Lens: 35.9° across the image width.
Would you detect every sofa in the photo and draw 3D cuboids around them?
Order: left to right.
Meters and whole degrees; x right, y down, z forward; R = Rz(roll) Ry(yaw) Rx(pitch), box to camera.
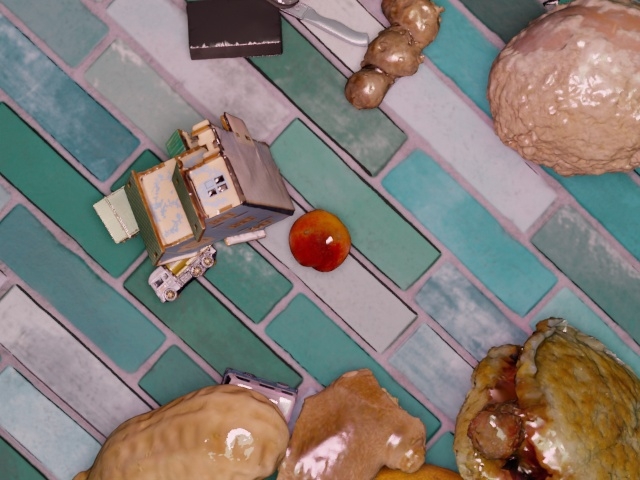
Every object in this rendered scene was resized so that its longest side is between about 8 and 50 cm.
[{"bbox_3d":[-0.133,-0.330,1.541,0.147,0.060,0.085,-5,78,-1],"label":"sofa"}]

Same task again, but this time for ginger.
[{"bbox_3d":[0.048,0.329,1.513,0.221,0.130,0.276,10,73,-1],"label":"ginger"},{"bbox_3d":[0.111,-0.291,1.536,0.104,0.080,0.204,28,89,11],"label":"ginger"}]

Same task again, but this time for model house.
[{"bbox_3d":[-0.185,-0.069,1.455,0.206,0.271,0.178,-26,84,14],"label":"model house"}]

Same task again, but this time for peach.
[{"bbox_3d":[-0.001,0.000,1.536,0.100,0.101,0.101,0,93,-2],"label":"peach"}]

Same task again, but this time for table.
[{"bbox_3d":[-0.297,-0.046,1.540,0.083,0.062,0.079,-31,93,0],"label":"table"}]

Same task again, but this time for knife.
[{"bbox_3d":[-0.019,-0.356,1.559,0.210,0.015,0.028,25,99,-3],"label":"knife"}]

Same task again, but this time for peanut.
[{"bbox_3d":[-0.214,0.339,1.487,0.387,0.170,0.192,-24,127,22],"label":"peanut"}]

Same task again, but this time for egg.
[{"bbox_3d":[0.406,-0.227,1.465,0.310,0.279,0.279,-8,94,26],"label":"egg"}]

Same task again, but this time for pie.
[{"bbox_3d":[0.396,0.333,1.467,0.418,0.395,0.180,46,128,-3],"label":"pie"}]

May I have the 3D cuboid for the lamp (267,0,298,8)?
[{"bbox_3d":[-0.089,-0.527,1.514,0.269,0.047,0.267,31,83,-3],"label":"lamp"}]

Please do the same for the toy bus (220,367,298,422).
[{"bbox_3d":[-0.100,0.249,1.558,0.122,0.075,0.060,18,92,-3],"label":"toy bus"}]

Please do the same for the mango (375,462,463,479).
[{"bbox_3d":[0.173,0.447,1.556,0.294,0.120,0.177,19,90,-3],"label":"mango"}]

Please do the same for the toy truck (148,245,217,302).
[{"bbox_3d":[-0.215,0.040,1.554,0.123,0.052,0.063,-42,89,-1],"label":"toy truck"}]
